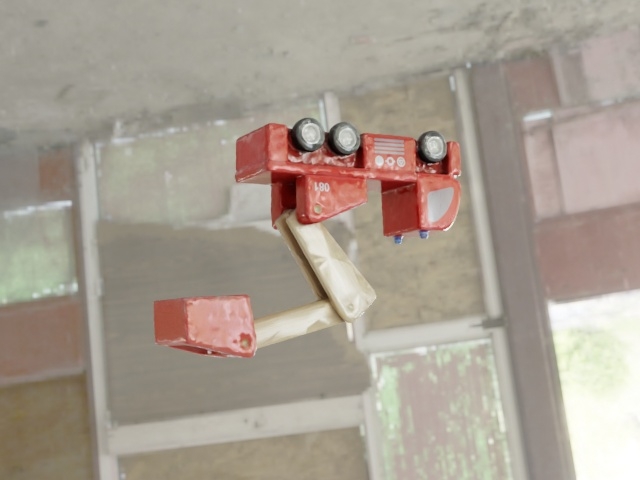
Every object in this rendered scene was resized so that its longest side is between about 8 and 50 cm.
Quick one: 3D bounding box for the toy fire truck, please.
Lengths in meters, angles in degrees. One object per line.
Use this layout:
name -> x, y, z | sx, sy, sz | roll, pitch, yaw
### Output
toy fire truck -> 0.000, 0.000, 0.614 | 0.192, 0.135, 0.047 | 3, 173, -30
